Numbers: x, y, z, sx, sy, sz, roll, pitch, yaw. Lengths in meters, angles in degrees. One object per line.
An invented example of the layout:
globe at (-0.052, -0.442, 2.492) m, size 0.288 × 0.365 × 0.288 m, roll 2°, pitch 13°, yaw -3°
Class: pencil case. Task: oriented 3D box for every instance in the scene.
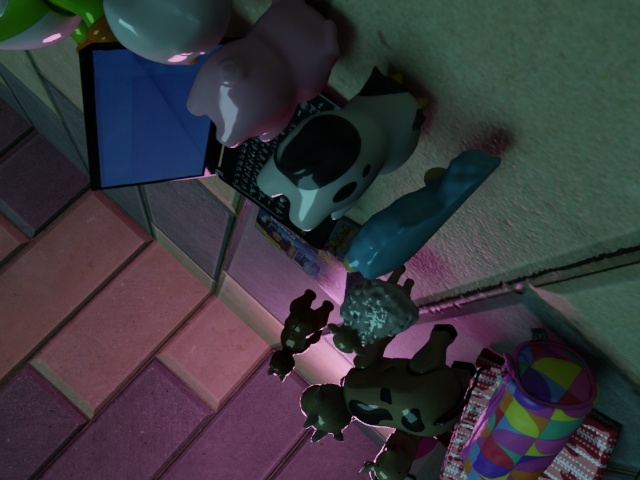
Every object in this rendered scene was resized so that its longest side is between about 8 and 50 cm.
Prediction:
pencil case at (0.231, 0.210, 0.711) m, size 0.104 × 0.104 × 0.236 m, roll 34°, pitch 140°, yaw 28°

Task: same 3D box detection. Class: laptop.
laptop at (-0.106, -0.084, 0.669) m, size 0.264 × 0.136 × 0.234 m, roll 36°, pitch 147°, yaw 6°

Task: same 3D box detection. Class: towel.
towel at (0.265, 0.306, 0.838) m, size 0.199 × 0.031 × 0.274 m, roll 30°, pitch 124°, yaw 35°

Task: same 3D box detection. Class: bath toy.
bath toy at (-0.024, -0.135, 0.510) m, size 0.348 × 0.151 × 0.129 m, roll 43°, pitch 125°, yaw 7°

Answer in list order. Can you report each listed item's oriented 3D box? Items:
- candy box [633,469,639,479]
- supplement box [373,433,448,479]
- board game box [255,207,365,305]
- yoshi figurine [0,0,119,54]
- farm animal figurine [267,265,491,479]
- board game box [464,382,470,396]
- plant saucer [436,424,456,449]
candy box at (0.475, 0.350, 0.569) m, size 0.268 × 0.122 × 0.317 m, roll 42°, pitch 162°, yaw 3°
supplement box at (0.210, 0.445, 1.097) m, size 0.220 × 0.114 × 0.111 m, roll 47°, pitch 165°, yaw -22°
board game box at (0.000, 0.000, 0.894) m, size 0.194 × 0.060 × 0.194 m, roll 43°, pitch 162°, yaw 1°
yoshi figurine at (-0.330, -0.356, 0.669) m, size 0.362 × 0.204 × 0.203 m, roll 36°, pitch -151°, yaw -28°
farm animal figurine at (0.072, 0.222, 0.837) m, size 0.330 × 0.172 × 0.327 m, roll 49°, pitch 139°, yaw -11°
board game box at (0.285, 0.304, 1.014) m, size 0.170 × 0.048 × 0.141 m, roll 17°, pitch 149°, yaw 55°
plant saucer at (0.303, 0.376, 0.987) m, size 0.259 × 0.047 × 0.258 m, roll 30°, pitch 160°, yaw 35°
